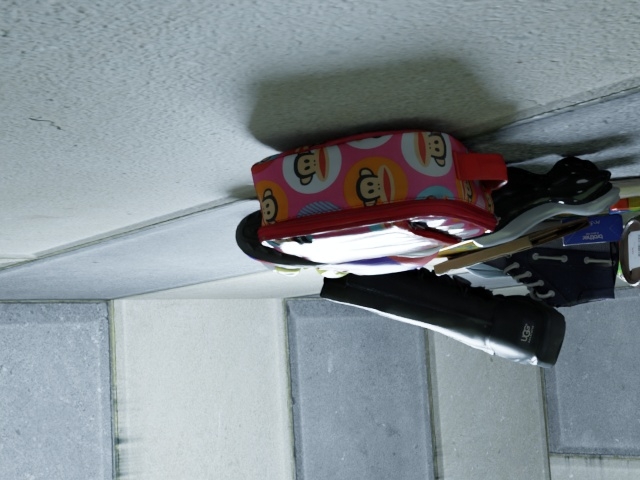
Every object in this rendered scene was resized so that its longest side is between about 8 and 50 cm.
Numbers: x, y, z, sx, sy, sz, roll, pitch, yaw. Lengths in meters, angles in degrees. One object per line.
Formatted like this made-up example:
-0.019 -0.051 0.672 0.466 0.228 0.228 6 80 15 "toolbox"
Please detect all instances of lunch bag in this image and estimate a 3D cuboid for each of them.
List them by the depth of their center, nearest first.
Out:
0.084 -0.052 1.178 0.258 0.120 0.293 -10 173 20 "lunch bag"

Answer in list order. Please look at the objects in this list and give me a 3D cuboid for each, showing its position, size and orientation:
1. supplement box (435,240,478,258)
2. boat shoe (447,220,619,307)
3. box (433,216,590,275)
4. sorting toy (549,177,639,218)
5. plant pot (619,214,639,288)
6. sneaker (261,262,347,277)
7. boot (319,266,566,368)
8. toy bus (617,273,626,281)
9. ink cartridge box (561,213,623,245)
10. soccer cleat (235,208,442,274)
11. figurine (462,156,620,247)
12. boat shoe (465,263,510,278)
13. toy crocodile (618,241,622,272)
0.212 -0.021 1.619 0.078 0.080 0.233 -3 171 -17 "supplement box"
0.390 0.050 1.953 0.341 0.158 0.127 -5 173 8 "boat shoe"
0.305 0.009 1.677 0.164 0.021 0.201 -16 177 -43 "box"
0.425 -0.056 1.592 0.193 0.038 0.208 -5 173 14 "sorting toy"
0.595 0.019 1.632 0.230 0.215 0.215 2 172 -8 "plant pot"
0.000 0.000 1.754 0.126 0.091 0.240 -30 158 33 "sneaker"
0.222 0.123 2.060 0.445 0.146 0.367 14 176 0 "boot"
0.761 0.032 2.229 0.202 0.104 0.191 26 148 15 "toy bus"
0.465 -0.019 1.787 0.097 0.046 0.207 -5 -179 16 "ink cartridge box"
0.029 0.010 1.551 0.318 0.108 0.116 -3 148 -15 "soccer cleat"
0.284 -0.054 1.374 0.209 0.092 0.215 -10 172 20 "figurine"
0.361 0.030 2.111 0.226 0.083 0.076 13 -154 -23 "boat shoe"
0.571 0.026 2.048 0.341 0.115 0.105 -5 154 -2 "toy crocodile"
